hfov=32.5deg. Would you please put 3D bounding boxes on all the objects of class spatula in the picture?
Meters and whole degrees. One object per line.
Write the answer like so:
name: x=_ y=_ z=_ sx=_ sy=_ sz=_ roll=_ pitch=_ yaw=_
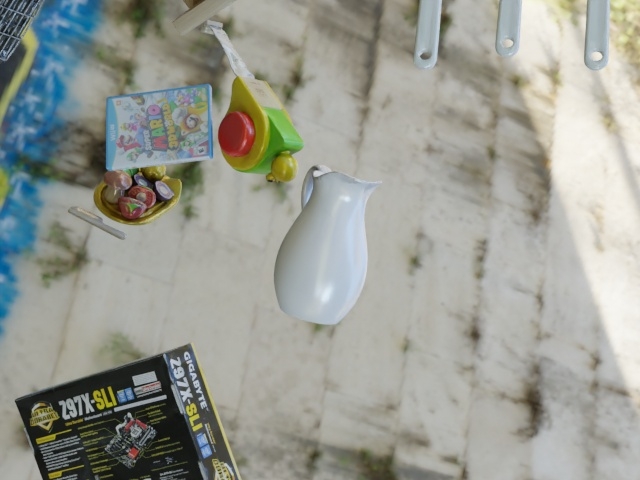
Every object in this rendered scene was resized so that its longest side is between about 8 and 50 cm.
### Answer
spatula: x=0.147 y=-0.236 z=0.798 sx=0.019 sy=0.168 sz=0.242 roll=63 pitch=32 yaw=-71

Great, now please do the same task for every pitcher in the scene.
pitcher: x=0.000 y=0.000 z=1.527 sx=0.178 sy=0.126 sz=0.207 roll=-150 pitch=-107 yaw=-67

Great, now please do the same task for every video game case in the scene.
video game case: x=-0.245 y=-0.172 z=1.667 sx=0.015 sy=0.166 sz=0.119 roll=50 pitch=36 yaw=-71

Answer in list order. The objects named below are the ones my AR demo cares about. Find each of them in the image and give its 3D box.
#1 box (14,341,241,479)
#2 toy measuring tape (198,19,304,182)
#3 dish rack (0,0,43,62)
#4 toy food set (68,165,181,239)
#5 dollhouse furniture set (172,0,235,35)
box: x=-0.288 y=0.316 z=1.645 sx=0.322 sy=0.079 sz=0.257 roll=-20 pitch=-92 yaw=31
toy measuring tape: x=-0.129 y=-0.203 z=1.712 sx=0.121 sy=0.121 sz=0.330 roll=-53 pitch=-125 yaw=31
dish rack: x=-0.505 y=-0.334 z=1.459 sx=0.208 sy=0.271 sz=0.074 roll=-52 pitch=-124 yaw=17
toy food set: x=-0.336 y=-0.095 z=1.977 sx=0.218 sy=0.128 sz=0.071 roll=-44 pitch=161 yaw=-50
dollhouse furniture set: x=-0.188 y=-0.400 z=1.643 sx=0.144 sy=0.123 sz=0.151 roll=-28 pitch=-162 yaw=24
